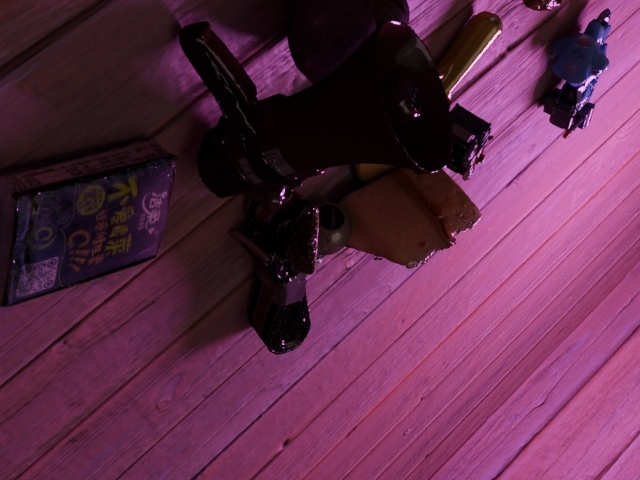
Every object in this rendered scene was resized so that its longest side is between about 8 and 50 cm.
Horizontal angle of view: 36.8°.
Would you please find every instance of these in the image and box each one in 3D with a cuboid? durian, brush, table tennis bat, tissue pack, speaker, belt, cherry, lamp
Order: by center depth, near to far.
[{"bbox_3d":[-0.297,-0.025,1.189,0.235,0.073,0.173,-22,141,-43],"label":"tissue pack"},{"bbox_3d":[-0.034,-0.154,1.206,0.329,0.198,0.259,-13,159,25],"label":"speaker"},{"bbox_3d":[0.034,-0.291,1.298,0.176,0.140,0.176,-25,165,-7],"label":"cherry"},{"bbox_3d":[-0.005,-0.168,1.458,0.301,0.084,0.071,-49,152,-17],"label":"brush"},{"bbox_3d":[-0.016,0.008,1.476,0.066,0.052,0.130,-36,147,-41],"label":"durian"},{"bbox_3d":[-0.068,0.058,1.608,0.126,0.094,0.359,-36,149,-27],"label":"belt"},{"bbox_3d":[0.000,0.000,1.665,0.091,0.091,0.163,-36,163,-27],"label":"lamp"},{"bbox_3d":[0.184,-0.246,1.673,0.368,0.054,0.224,-51,155,7],"label":"table tennis bat"}]

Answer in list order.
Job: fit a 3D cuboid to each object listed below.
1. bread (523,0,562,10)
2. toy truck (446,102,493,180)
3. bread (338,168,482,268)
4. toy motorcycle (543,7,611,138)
[{"bbox_3d":[0.417,-0.457,1.751,0.113,0.060,0.082,-43,149,-19],"label":"bread"},{"bbox_3d":[0.265,-0.184,1.784,0.092,0.083,0.192,-55,167,-7],"label":"toy truck"},{"bbox_3d":[0.154,-0.022,1.724,0.240,0.178,0.135,-27,157,-36],"label":"bread"},{"bbox_3d":[0.539,-0.341,2.013,0.182,0.123,0.272,-45,153,-35],"label":"toy motorcycle"}]
